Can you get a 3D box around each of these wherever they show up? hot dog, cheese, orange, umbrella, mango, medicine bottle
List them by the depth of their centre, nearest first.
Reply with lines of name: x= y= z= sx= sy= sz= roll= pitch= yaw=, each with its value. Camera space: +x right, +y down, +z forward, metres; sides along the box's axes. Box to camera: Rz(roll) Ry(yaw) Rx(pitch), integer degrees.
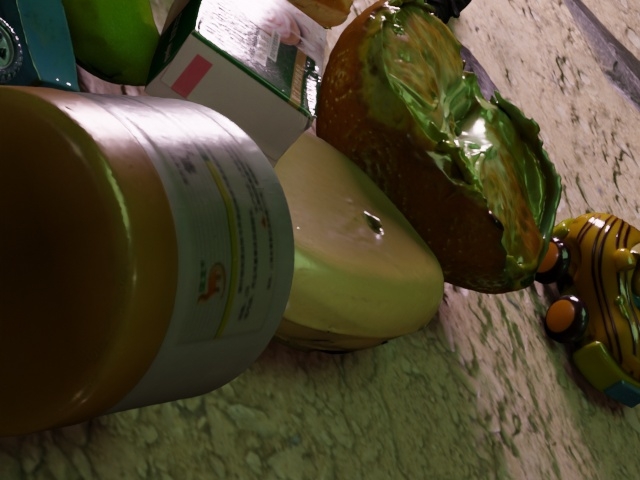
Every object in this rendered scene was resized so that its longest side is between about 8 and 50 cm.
medicine bottle: x=-0.171 y=0.009 z=1.349 sx=0.232 sy=0.238 sz=0.238 roll=-6 pitch=65 yaw=-61
mango: x=-0.212 y=-0.240 z=1.699 sx=0.233 sy=0.111 sz=0.125 roll=59 pitch=28 yaw=-14
cheese: x=0.000 y=0.000 z=1.762 sx=0.316 sy=0.128 sz=0.259 roll=26 pitch=38 yaw=-48
orange: x=0.122 y=-0.092 z=1.991 sx=0.334 sy=0.196 sz=0.262 roll=44 pitch=44 yaw=-13
hot dog: x=-0.052 y=-0.298 z=2.068 sx=0.269 sy=0.072 sz=0.109 roll=14 pitch=47 yaw=-55
umbrella: x=0.160 y=-0.322 z=2.453 sx=0.066 sy=0.059 sz=0.235 roll=68 pitch=25 yaw=-16

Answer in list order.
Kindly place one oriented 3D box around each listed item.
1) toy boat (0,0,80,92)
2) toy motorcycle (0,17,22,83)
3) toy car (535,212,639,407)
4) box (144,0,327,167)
toy boat: x=-0.267 y=-0.189 z=1.614 sx=0.075 sy=0.077 sz=0.185 roll=8 pitch=62 yaw=-57
toy motorcycle: x=-0.337 y=-0.154 z=1.429 sx=0.254 sy=0.092 sz=0.135 roll=22 pitch=51 yaw=-35
toy car: x=0.366 y=0.069 z=2.260 sx=0.200 sy=0.142 sz=0.247 roll=26 pitch=41 yaw=-46
box: x=-0.072 y=-0.161 z=1.677 sx=0.135 sy=0.081 sz=0.199 roll=35 pitch=24 yaw=-16
